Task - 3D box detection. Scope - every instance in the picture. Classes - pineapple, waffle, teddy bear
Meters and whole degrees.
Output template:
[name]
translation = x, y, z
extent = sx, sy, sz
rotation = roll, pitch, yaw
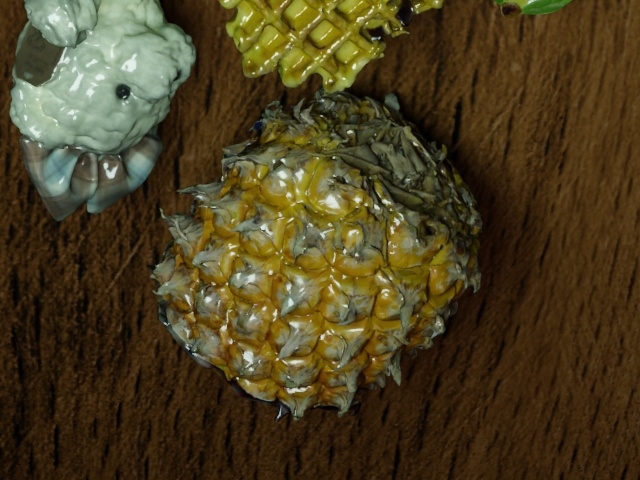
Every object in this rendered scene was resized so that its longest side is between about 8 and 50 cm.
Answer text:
[pineapple]
translation = 0.003, 0.000, 1.902
extent = 0.352, 0.352, 0.300
rotation = 27, 122, -17
[waffle]
translation = 0.032, -0.270, 1.681
extent = 0.309, 0.065, 0.283
rotation = -4, 128, -11
[teddy bear]
translation = -0.161, -0.231, 1.720
extent = 0.375, 0.327, 0.362
rotation = -13, 94, 34

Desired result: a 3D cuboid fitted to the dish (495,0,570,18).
[dish]
translation = 0.231, -0.328, 1.747
extent = 0.149, 0.080, 0.207
rotation = 20, 129, -10
